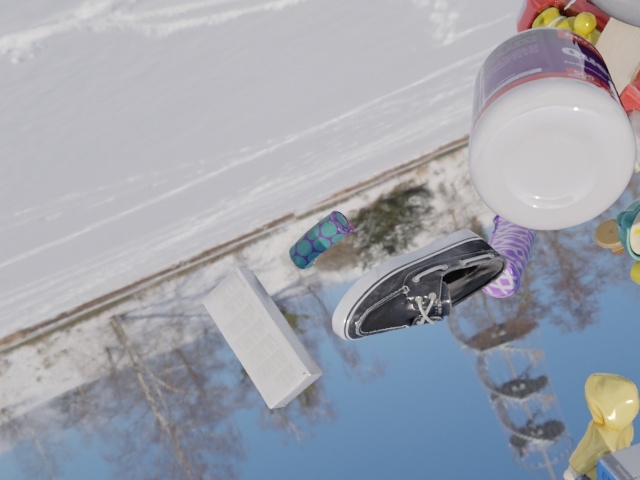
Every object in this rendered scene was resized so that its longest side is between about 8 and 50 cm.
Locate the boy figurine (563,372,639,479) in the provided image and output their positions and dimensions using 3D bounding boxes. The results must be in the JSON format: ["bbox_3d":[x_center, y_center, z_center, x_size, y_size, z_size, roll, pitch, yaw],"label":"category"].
[{"bbox_3d":[0.487,0.365,1.226,0.177,0.285,0.092,-19,-149,-36],"label":"boy figurine"}]

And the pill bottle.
[{"bbox_3d":[0.286,-0.162,0.891,0.181,0.182,0.323,-20,-155,24],"label":"pill bottle"}]

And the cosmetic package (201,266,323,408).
[{"bbox_3d":[-0.105,0.169,1.228,0.099,0.239,0.060,-42,157,15],"label":"cosmetic package"}]

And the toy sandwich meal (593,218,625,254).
[{"bbox_3d":[0.636,-0.010,1.506,0.085,0.029,0.086,-22,-135,23],"label":"toy sandwich meal"}]

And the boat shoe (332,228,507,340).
[{"bbox_3d":[0.162,0.084,1.089,0.301,0.108,0.102,-24,-139,-23],"label":"boat shoe"}]

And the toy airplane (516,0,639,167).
[{"bbox_3d":[0.465,-0.281,1.204,0.272,0.386,0.384,-10,-168,-19],"label":"toy airplane"}]

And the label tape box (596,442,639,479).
[{"bbox_3d":[0.493,0.279,0.697,0.333,0.106,0.241,-16,-153,-8],"label":"label tape box"}]

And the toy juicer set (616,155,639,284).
[{"bbox_3d":[0.658,-0.056,1.358,0.209,0.329,0.089,-49,-146,-7],"label":"toy juicer set"}]

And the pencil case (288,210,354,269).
[{"bbox_3d":[0.000,0.000,1.580,0.151,0.070,0.064,-40,-152,27],"label":"pencil case"}]

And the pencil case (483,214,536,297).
[{"bbox_3d":[0.335,0.020,1.257,0.086,0.088,0.206,-50,180,35],"label":"pencil case"}]
